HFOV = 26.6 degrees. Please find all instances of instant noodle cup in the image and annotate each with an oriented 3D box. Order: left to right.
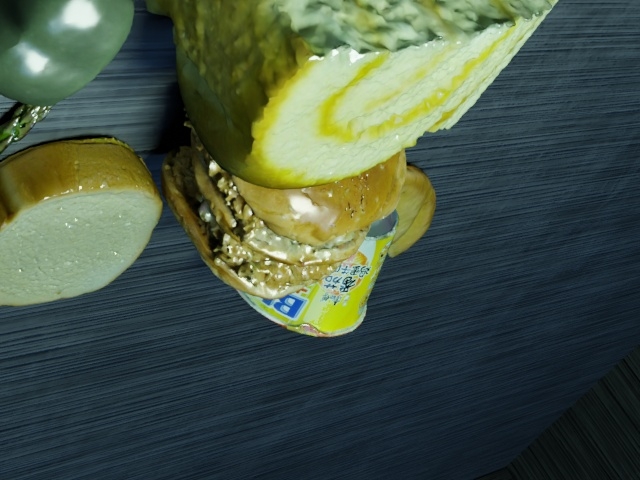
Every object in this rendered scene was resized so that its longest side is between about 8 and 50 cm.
[{"bbox_3d":[0.000,0.000,1.689,0.205,0.205,0.153,-7,138,-45],"label":"instant noodle cup"}]

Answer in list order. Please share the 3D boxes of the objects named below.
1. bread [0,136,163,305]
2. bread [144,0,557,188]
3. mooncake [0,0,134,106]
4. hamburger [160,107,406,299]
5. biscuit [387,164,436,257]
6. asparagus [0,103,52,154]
[{"bbox_3d":[-0.279,-0.017,1.443,0.236,0.070,0.236,-26,156,-13],"label":"bread"},{"bbox_3d":[0.033,-0.204,1.276,0.395,0.239,0.264,-17,155,-39],"label":"bread"},{"bbox_3d":[-0.226,-0.193,1.038,0.104,0.175,0.168,27,79,-57],"label":"mooncake"},{"bbox_3d":[-0.048,-0.073,1.449,0.260,0.245,0.211,31,135,-19],"label":"hamburger"},{"bbox_3d":[0.088,-0.043,1.895,0.154,0.045,0.299,-43,155,19],"label":"biscuit"},{"bbox_3d":[-0.333,-0.070,1.323,0.236,0.027,0.034,-43,160,22],"label":"asparagus"}]
